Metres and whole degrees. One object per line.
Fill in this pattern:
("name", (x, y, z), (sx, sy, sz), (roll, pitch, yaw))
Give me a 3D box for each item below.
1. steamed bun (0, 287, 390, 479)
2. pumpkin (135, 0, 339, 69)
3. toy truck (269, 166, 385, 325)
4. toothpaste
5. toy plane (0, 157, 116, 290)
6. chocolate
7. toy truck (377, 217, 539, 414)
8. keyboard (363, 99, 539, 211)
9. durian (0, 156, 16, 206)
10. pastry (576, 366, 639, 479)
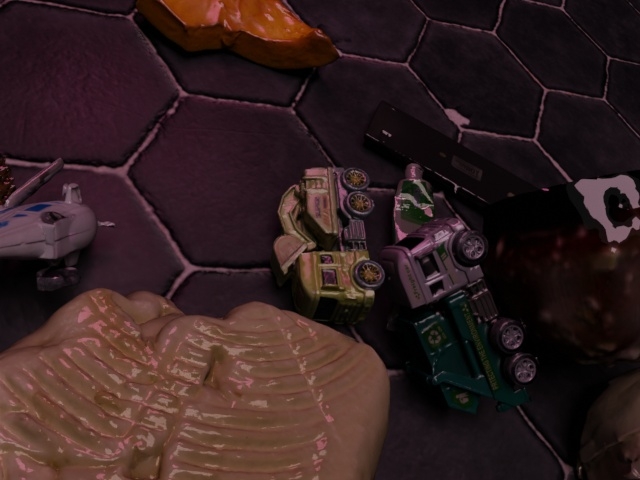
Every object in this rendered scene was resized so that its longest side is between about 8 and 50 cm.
("steamed bun", (-0.105, 0.174, 0.457), (0.276, 0.203, 0.289), (38, 40, 13))
("pumpkin", (-0.136, -0.364, 0.821), (0.258, 0.095, 0.290), (-6, 67, -30))
("toy truck", (0.000, 0.000, 0.668), (0.116, 0.085, 0.191), (1, 60, -11))
("toothpaste", (0.119, 0.006, 0.739), (0.078, 0.047, 0.248), (17, 59, -22))
("toy plane", (-0.267, -0.008, 0.483), (0.107, 0.273, 0.182), (6, 84, 1))
("chocolate", (0.341, 0.044, 0.690), (0.340, 0.225, 0.210), (-4, 82, -44))
("toy truck", (0.140, 0.090, 0.635), (0.116, 0.110, 0.216), (-25, 98, -13))
("keyboard", (0.209, -0.097, 0.850), (0.317, 0.027, 0.106), (29, 51, -5))
("durian", (-0.377, -0.074, 0.548), (0.148, 0.091, 0.188), (-11, 64, -28))
("pastry", (0.432, 0.264, 0.668), (0.265, 0.133, 0.264), (10, 62, -19))
